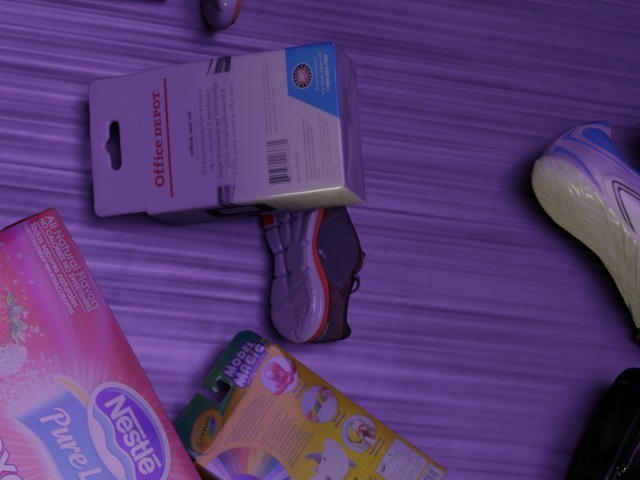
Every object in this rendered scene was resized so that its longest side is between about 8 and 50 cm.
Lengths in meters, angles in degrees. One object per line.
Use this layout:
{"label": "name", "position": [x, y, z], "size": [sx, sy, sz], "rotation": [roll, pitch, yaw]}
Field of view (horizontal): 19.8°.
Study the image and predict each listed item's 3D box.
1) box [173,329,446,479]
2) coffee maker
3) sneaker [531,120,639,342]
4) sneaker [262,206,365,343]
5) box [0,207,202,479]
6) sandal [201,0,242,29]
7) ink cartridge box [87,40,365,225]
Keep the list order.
{"label": "box", "position": [-0.014, 0.152, 1.275], "size": [0.179, 0.043, 0.105], "rotation": [38, 71, -10]}
{"label": "coffee maker", "position": [0.288, 0.164, 1.334], "size": [0.178, 0.120, 0.171], "rotation": [29, 66, -10]}
{"label": "sneaker", "position": [0.253, 0.012, 1.368], "size": [0.086, 0.085, 0.237], "rotation": [-40, 97, -28]}
{"label": "sneaker", "position": [0.000, 0.000, 1.311], "size": [0.065, 0.061, 0.158], "rotation": [14, 75, -43]}
{"label": "box", "position": [-0.172, 0.150, 1.165], "size": [0.142, 0.154, 0.300], "rotation": [-28, 88, -21]}
{"label": "sandal", "position": [-0.037, -0.279, 1.327], "size": [0.076, 0.102, 0.265], "rotation": [7, 86, -18]}
{"label": "ink cartridge box", "position": [-0.065, -0.070, 1.267], "size": [0.180, 0.060, 0.104], "rotation": [-6, 80, 15]}
